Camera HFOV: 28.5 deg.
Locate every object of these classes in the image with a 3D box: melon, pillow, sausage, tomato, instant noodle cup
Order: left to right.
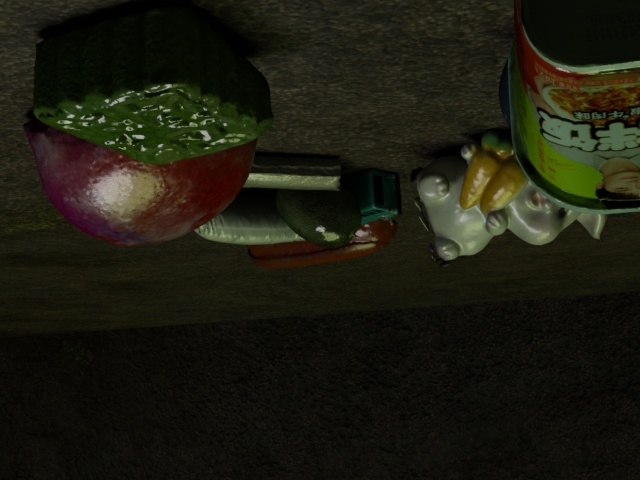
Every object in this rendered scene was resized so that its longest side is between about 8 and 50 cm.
[{"bbox_3d":[-0.245,-0.092,1.788,0.290,0.176,0.335,-13,164,32],"label":"tomato"},{"bbox_3d":[-0.133,-0.045,2.261,0.254,0.078,0.144,2,-152,-28],"label":"pillow"},{"bbox_3d":[0.000,-0.050,2.132,0.167,0.114,0.114,38,-177,20],"label":"melon"},{"bbox_3d":[0.000,0.000,2.525,0.330,0.102,0.102,-10,167,28],"label":"sausage"},{"bbox_3d":[0.303,-0.197,1.221,0.294,0.294,0.308,-5,161,13],"label":"instant noodle cup"}]

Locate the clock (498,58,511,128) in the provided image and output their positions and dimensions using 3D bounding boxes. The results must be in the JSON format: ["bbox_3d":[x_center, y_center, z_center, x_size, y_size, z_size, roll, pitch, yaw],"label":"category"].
[{"bbox_3d":[0.317,-0.162,1.480,0.243,0.146,0.199,36,159,47],"label":"clock"}]

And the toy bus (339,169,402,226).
[{"bbox_3d":[0.058,-0.069,2.217,0.092,0.079,0.160,9,162,-44],"label":"toy bus"}]

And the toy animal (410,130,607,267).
[{"bbox_3d":[0.317,-0.072,2.038,0.310,0.182,0.247,-13,170,23],"label":"toy animal"}]

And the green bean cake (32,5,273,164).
[{"bbox_3d":[-0.190,-0.176,1.487,0.222,0.125,0.248,-9,167,29],"label":"green bean cake"}]

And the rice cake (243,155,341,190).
[{"bbox_3d":[-0.082,-0.110,2.033,0.256,0.052,0.057,1,134,-20],"label":"rice cake"}]
